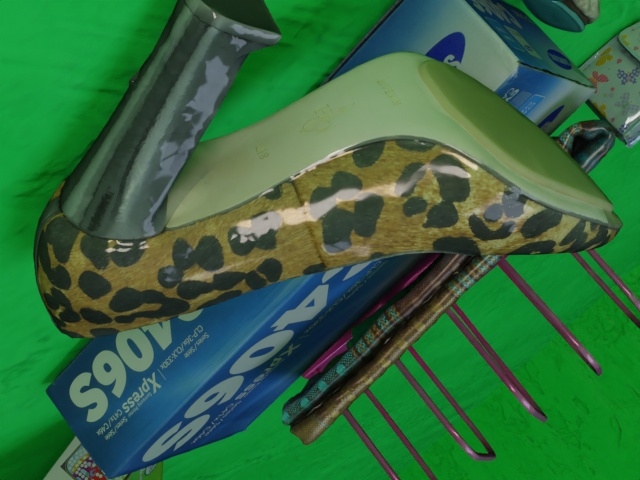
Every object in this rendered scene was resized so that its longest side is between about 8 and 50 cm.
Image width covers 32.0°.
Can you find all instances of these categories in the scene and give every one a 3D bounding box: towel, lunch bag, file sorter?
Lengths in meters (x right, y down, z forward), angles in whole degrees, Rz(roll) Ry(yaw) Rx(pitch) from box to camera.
[{"bbox_3d":[0.097,0.016,0.828,0.271,0.040,0.370,-46,175,8],"label":"towel"},{"bbox_3d":[0.252,-0.128,0.883,0.083,0.071,0.053,-39,159,8],"label":"lunch bag"},{"bbox_3d":[0.161,0.104,1.103,0.291,0.182,0.202,-40,163,5],"label":"file sorter"}]

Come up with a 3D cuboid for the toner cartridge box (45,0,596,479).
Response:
[{"bbox_3d":[0.000,0.000,0.683,0.348,0.075,0.165,-46,164,22],"label":"toner cartridge box"}]

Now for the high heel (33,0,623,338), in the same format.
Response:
[{"bbox_3d":[0.005,0.000,0.533,0.261,0.093,0.186,20,123,-28],"label":"high heel"}]

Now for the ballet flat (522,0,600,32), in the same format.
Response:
[{"bbox_3d":[0.122,-0.154,0.604,0.168,0.057,0.052,0,110,-70],"label":"ballet flat"}]

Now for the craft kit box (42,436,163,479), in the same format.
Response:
[{"bbox_3d":[-0.196,0.274,0.793,0.246,0.061,0.250,-53,164,-38],"label":"craft kit box"}]
